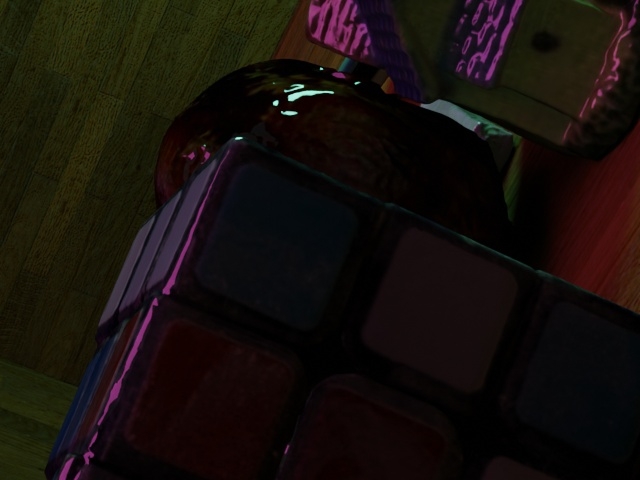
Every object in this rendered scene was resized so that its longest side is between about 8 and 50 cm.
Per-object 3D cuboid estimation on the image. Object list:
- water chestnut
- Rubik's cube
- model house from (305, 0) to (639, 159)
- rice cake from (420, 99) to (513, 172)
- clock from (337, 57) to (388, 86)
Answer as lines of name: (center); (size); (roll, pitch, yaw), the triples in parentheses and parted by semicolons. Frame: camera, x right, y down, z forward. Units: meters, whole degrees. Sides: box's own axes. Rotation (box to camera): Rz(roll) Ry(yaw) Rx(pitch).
water chestnut: (0.000, 0.000, 1.627); (0.302, 0.350, 0.350); (-64, 11, 8)
Rubik's cube: (-0.010, 0.170, 1.266); (0.359, 0.363, 0.362); (-66, 6, -13)
model house: (0.147, -0.233, 1.574); (0.321, 0.266, 0.261); (-128, 57, -78)
rice cake: (0.139, -0.091, 1.893); (0.298, 0.050, 0.106); (-126, 58, -78)
clock: (0.112, -0.320, 2.329); (0.262, 0.116, 0.231); (126, 158, -72)
